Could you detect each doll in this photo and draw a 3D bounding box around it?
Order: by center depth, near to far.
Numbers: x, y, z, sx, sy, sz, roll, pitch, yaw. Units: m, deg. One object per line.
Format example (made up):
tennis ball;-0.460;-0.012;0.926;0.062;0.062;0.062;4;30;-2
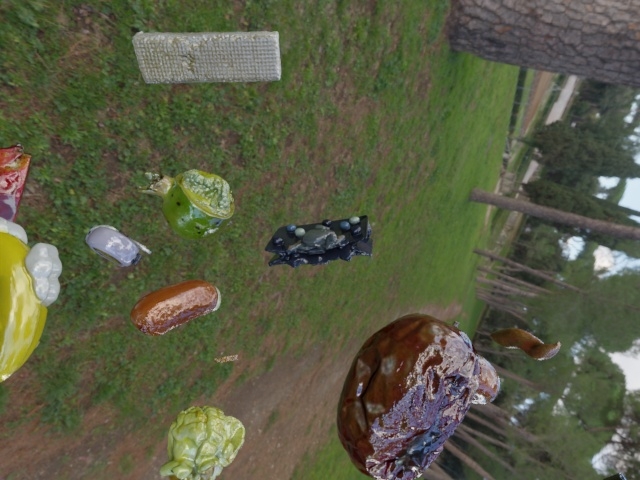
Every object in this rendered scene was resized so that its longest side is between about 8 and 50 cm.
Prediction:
doll;-0.506;0.088;0.589;0.111;0.238;0.251;55;52;-80

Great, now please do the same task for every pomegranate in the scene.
pomegranate;-0.459;-0.137;1.403;0.260;0.341;0.260;-50;-154;36

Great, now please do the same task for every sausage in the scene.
sausage;-0.423;0.190;1.180;0.259;0.133;0.133;-20;132;-36

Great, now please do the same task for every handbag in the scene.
handbag;0.000;0.000;1.282;0.269;0.326;0.118;-69;150;-71

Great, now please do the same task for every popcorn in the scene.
popcorn;-0.228;0.382;0.750;0.162;0.135;0.141;-28;161;-40

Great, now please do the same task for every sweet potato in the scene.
sweet potato;0.485;0.245;0.974;0.055;0.058;0.202;-58;-164;-9

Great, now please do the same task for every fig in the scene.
fig;0.384;0.358;1.097;0.150;0.202;0.148;-25;125;-13

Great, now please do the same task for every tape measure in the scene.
tape measure;-0.761;0.021;1.495;0.196;0.179;0.105;52;55;-42

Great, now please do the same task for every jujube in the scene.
jujube;0.196;0.353;0.932;0.376;0.277;0.276;-68;157;-1

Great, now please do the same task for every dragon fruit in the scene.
dragon fruit;-0.858;-0.130;1.054;0.163;0.189;0.261;-1;121;-63

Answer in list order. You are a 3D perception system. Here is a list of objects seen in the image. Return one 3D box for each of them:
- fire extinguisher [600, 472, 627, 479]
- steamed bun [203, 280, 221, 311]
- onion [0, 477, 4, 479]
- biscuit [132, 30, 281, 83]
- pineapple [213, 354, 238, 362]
fire extinguisher;0.315;0.357;0.509;0.177;0.062;0.050;-38;177;19
steamed bun;-0.403;0.188;1.377;0.090;0.130;0.112;-66;-167;0
onion;-0.927;0.807;1.130;0.159;0.267;0.348;-38;108;-15
biscuit;-0.334;-0.548;1.193;0.078;0.427;0.143;-88;176;-52
pineapple;-0.318;0.396;1.337;0.045;0.084;0.019;125;-42;-69
